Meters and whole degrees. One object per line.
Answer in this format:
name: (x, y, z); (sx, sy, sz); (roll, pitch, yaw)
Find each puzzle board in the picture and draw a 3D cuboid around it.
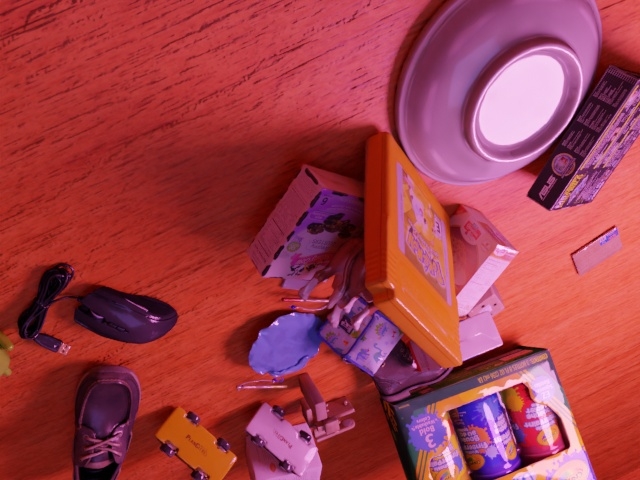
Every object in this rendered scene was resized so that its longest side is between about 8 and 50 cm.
puzzle board: (0.699, 0.027, 1.365); (0.128, 0.011, 0.096); (-36, 131, 7)

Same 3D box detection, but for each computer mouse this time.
computer mouse: (-0.402, 0.161, 0.976); (0.262, 0.060, 0.184); (30, 110, -37)

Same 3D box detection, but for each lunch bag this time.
lunch bag: (0.087, 0.196, 1.174); (0.151, 0.096, 0.129); (35, 94, -6)

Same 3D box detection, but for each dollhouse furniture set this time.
dollhouse furniture set: (0.027, 0.390, 1.306); (0.123, 0.144, 0.151); (-16, 117, -17)

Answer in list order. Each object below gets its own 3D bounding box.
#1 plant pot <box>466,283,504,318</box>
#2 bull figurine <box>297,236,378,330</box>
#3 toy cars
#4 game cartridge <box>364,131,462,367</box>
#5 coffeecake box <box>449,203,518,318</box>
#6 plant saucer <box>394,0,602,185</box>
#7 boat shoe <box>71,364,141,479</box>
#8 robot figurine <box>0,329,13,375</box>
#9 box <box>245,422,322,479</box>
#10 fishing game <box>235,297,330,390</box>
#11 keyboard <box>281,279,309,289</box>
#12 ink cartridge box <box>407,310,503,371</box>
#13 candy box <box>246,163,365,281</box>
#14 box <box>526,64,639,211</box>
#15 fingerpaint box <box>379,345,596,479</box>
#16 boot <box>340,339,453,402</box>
plant pot: (0.359, 0.130, 1.247); (0.109, 0.096, 0.109); (-38, 132, 10)
bull figurine: (0.098, 0.079, 1.016); (0.188, 0.101, 0.310); (-46, 146, 10)
toy cars: (-0.198, 0.477, 1.277); (0.393, 0.176, 0.087); (6, 162, -26)
game cartridge: (0.163, 0.016, 0.929); (0.052, 0.324, 0.285); (-20, 138, 27)
coffeecake box: (0.293, 0.043, 1.117); (0.068, 0.142, 0.185); (16, 119, -31)
plant saucer: (0.327, -0.248, 0.924); (0.400, 0.100, 0.400); (-11, 130, -14)
boat shoe: (-0.439, 0.403, 1.110); (0.132, 0.130, 0.355); (1, 127, -24)
robot figurine: (-0.583, 0.200, 0.926); (0.101, 0.067, 0.115); (-40, 138, -26)
box: (-0.098, 0.563, 1.384); (0.170, 0.130, 0.091); (-7, 131, -17)
fishing game: (-0.073, 0.223, 1.182); (0.189, 0.041, 0.264); (6, 119, -36)
keyboard: (0.000, 0.000, 1.049); (0.072, 0.014, 0.256); (12, 121, -24)
ink cartridge box: (0.283, 0.230, 1.200); (0.134, 0.078, 0.231); (-18, 167, -15)
candy box: (-0.009, -0.022, 0.944); (0.165, 0.070, 0.196); (8, 126, -46)
box: (0.536, -0.189, 1.038); (0.216, 0.060, 0.270); (-10, 134, -43)
fingerpaint box: (0.433, 0.525, 1.413); (0.444, 0.371, 0.163); (-17, 174, -9)
boot: (0.200, 0.267, 1.303); (0.263, 0.091, 0.229); (-34, 124, -3)
